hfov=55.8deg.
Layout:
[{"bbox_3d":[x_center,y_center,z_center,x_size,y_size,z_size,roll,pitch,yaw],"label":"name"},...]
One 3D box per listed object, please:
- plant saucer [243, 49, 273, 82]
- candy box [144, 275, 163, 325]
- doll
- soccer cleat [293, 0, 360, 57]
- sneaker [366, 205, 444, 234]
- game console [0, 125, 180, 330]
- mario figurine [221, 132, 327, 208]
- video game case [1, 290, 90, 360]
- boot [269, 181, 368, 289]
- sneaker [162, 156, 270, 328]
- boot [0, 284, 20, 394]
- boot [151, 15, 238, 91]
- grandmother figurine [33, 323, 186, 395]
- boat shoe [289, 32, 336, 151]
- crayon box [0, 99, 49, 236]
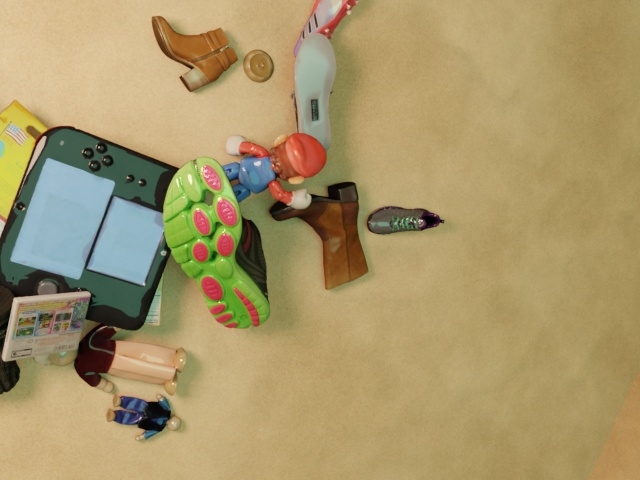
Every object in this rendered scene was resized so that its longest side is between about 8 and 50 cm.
[{"bbox_3d":[-0.157,-0.449,1.554,0.083,0.015,0.084,-3,98,-25],"label":"plant saucer"},{"bbox_3d":[-0.412,0.101,1.456,0.053,0.109,0.187,5,95,-24],"label":"candy box"},{"bbox_3d":[-0.439,0.446,1.525,0.189,0.046,0.129,25,85,-32],"label":"doll"},{"bbox_3d":[0.002,-0.580,1.588,0.095,0.083,0.248,39,87,13],"label":"soccer cleat"},{"bbox_3d":[0.246,-0.060,1.751,0.223,0.098,0.083,-8,100,-24],"label":"sneaker"},{"bbox_3d":[-0.492,-0.023,1.322,0.341,0.060,0.387,21,90,-20],"label":"game console"},{"bbox_3d":[-0.137,-0.168,1.524,0.320,0.170,0.198,-20,130,2],"label":"mario figurine"},{"bbox_3d":[-0.568,0.176,1.259,0.157,0.019,0.143,-2,118,-49],"label":"video game case"},{"bbox_3d":[0.000,0.000,1.669,0.264,0.096,0.281,-19,112,-30],"label":"boot"},{"bbox_3d":[-0.239,0.002,1.431,0.185,0.202,0.483,-8,130,2],"label":"sneaker"},{"bbox_3d":[-0.792,0.168,1.271,0.131,0.347,0.260,-49,164,-51],"label":"boot"},{"bbox_3d":[-0.301,-0.476,1.453,0.152,0.073,0.197,-38,123,-15],"label":"boot"},{"bbox_3d":[-0.500,0.276,1.441,0.342,0.104,0.208,15,96,-27],"label":"grandmother figurine"},{"bbox_3d":[-0.021,-0.376,1.573,0.113,0.105,0.307,-10,109,-15],"label":"boat shoe"},{"bbox_3d":[-0.694,-0.120,1.307,0.318,0.081,0.202,-48,114,-12],"label":"crayon box"}]
